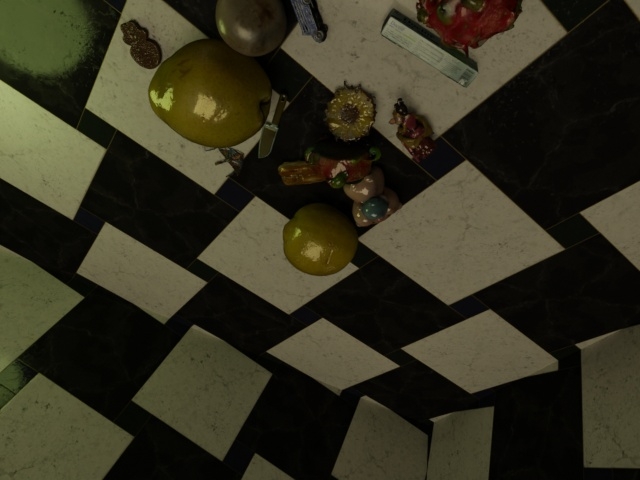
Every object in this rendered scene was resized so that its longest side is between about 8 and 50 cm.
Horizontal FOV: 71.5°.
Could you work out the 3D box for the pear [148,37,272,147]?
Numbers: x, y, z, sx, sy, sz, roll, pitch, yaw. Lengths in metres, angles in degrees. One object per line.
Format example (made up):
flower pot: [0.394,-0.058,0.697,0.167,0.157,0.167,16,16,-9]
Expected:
pear: [-0.374,-0.507,1.547,0.417,0.363,0.363,11,136,13]

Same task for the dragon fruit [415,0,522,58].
dragon fruit: [0.422,-0.672,1.245,0.302,0.237,0.231,1,157,0]

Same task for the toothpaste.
toothpaste: [0.351,-0.612,1.422,0.336,0.081,0.067,27,134,-12]

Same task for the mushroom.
mushroom: [-0.218,-0.704,1.419,0.226,0.178,0.227,-1,95,-8]

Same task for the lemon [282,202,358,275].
lemon: [0.000,0.000,1.969,0.347,0.348,0.348,8,136,8]

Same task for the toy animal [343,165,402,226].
toy animal: [0.202,-0.180,1.830,0.209,0.229,0.221,-25,84,12]

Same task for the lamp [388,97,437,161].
lamp: [0.323,-0.408,1.618,0.118,0.118,0.253,-27,123,35]

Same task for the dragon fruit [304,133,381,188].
dragon fruit: [0.086,-0.307,1.687,0.295,0.268,0.130,12,128,25]

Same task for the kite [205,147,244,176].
kite: [-0.397,-0.356,1.942,0.160,0.010,0.183,-15,132,23]

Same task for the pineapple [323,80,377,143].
pineapple: [0.109,-0.464,1.620,0.221,0.047,0.221,5,106,16]

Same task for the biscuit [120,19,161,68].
biscuit: [-0.658,-0.718,1.637,0.124,0.026,0.175,-8,132,21]

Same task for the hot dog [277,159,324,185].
hot dog: [-0.058,-0.289,1.872,0.269,0.072,0.109,-2,136,20]

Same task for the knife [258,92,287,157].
knife: [-0.198,-0.451,1.777,0.061,0.027,0.343,18,139,-8]

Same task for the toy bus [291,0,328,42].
toy bus: [-0.035,-0.720,1.429,0.076,0.073,0.167,-6,129,25]
